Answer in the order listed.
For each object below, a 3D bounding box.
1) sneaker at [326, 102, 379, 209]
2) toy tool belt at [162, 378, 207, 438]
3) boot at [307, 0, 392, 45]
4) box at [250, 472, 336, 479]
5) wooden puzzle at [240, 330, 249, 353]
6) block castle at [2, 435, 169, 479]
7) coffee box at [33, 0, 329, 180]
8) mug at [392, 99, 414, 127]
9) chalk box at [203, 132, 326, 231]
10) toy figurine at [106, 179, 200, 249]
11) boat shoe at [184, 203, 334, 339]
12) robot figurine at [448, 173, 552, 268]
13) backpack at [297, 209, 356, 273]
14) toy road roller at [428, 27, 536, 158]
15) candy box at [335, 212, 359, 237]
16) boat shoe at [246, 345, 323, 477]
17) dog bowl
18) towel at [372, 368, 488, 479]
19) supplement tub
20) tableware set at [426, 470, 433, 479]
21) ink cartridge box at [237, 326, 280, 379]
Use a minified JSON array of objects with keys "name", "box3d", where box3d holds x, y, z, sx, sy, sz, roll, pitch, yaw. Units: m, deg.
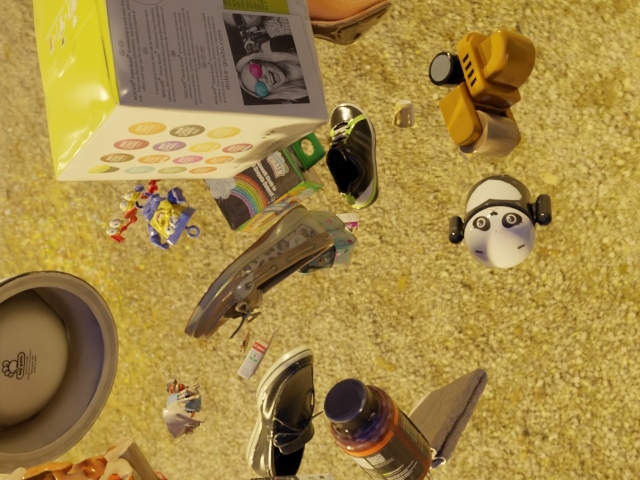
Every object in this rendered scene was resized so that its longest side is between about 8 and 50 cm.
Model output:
[{"name":"sneaker","box3d":[0.054,-0.169,1.159,0.084,0.097,0.235,-26,62,28]},{"name":"toy tool belt","box3d":[-0.165,0.206,0.784,0.051,0.083,0.052,-19,120,2]},{"name":"boot","box3d":[-0.014,-0.506,1.293,0.283,0.109,0.220,-26,83,-2]},{"name":"box","box3d":[-0.068,0.694,1.561,0.142,0.247,0.164,42,117,53]},{"name":"wooden puzzle","box3d":[-0.224,0.307,1.867,0.006,0.083,0.049,14,132,8]},{"name":"block castle","box3d":[-0.396,0.544,0.941,0.302,0.453,0.213,-19,113,8]},{"name":"coffee box","box3d":[-0.239,-0.300,0.995,0.337,0.334,0.339,-19,79,52]},{"name":"mug","box3d":[0.227,-0.343,1.684,0.062,0.078,0.064,1,120,1]},{"name":"chalk box","box3d":[-0.118,-0.170,1.562,0.288,0.179,0.180,-33,82,13]},{"name":"toy figurine","box3d":[-0.414,-0.103,1.757,0.217,0.191,0.363,35,110,-2]},{"name":"boat shoe","box3d":[-0.094,0.060,0.983,0.089,0.285,0.104,43,158,3]},{"name":"robot figurine","box3d":[0.441,-0.055,1.537,0.173,0.278,0.209,29,127,-6]},{"name":"backpack","box3d":[0.000,0.000,1.662,0.166,0.188,0.145,42,122,48]},{"name":"toy road roller","box3d":[0.457,-0.407,1.656,0.240,0.202,0.330,-34,62,48]},{"name":"candy box","box3d":[0.023,-0.023,1.957,0.053,0.186,0.109,-115,26,-48]},{"name":"boat shoe","box3d":[-0.088,0.498,1.734,0.156,0.186,0.501,38,128,32]},{"name":"dog bowl","box3d":[-0.628,0.258,1.296,0.150,0.408,0.408,4,103,30]},{"name":"towel","box3d":[0.220,0.364,1.213,0.049,0.282,0.187,51,130,2]},{"name":"supplement tub","box3d":[0.082,0.284,0.920,0.106,0.106,0.198,-4,136,38]},{"name":"tableware set","box3d":[0.268,0.582,1.627,0.020,0.141,0.169,-21,80,2]},{"name":"ink cartridge box","box3d":[-0.126,0.225,1.273,0.029,0.063,0.115,29,91,5]}]
